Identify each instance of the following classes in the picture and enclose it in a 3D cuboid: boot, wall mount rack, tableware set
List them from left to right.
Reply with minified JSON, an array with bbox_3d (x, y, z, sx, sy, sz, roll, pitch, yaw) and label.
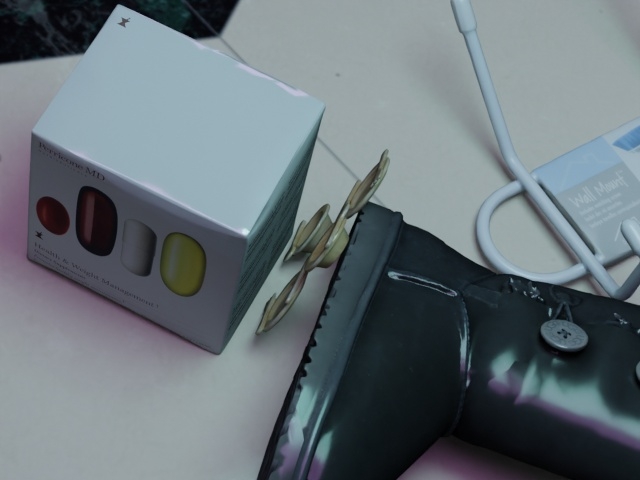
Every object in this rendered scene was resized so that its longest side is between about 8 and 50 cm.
[{"bbox_3d":[0.000,0.000,1.515,0.020,0.169,0.141,35,45,-8],"label":"tableware set"},{"bbox_3d":[0.193,0.172,1.439,0.445,0.146,0.367,22,49,0],"label":"boot"},{"bbox_3d":[0.276,-0.117,1.647,0.350,0.130,0.304,-26,67,-24],"label":"wall mount rack"}]

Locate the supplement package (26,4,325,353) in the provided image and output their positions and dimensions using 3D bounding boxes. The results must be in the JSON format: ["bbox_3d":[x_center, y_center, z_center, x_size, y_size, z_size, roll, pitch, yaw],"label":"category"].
[{"bbox_3d":[-0.124,-0.046,1.489,0.194,0.203,0.149,26,59,6],"label":"supplement package"}]
